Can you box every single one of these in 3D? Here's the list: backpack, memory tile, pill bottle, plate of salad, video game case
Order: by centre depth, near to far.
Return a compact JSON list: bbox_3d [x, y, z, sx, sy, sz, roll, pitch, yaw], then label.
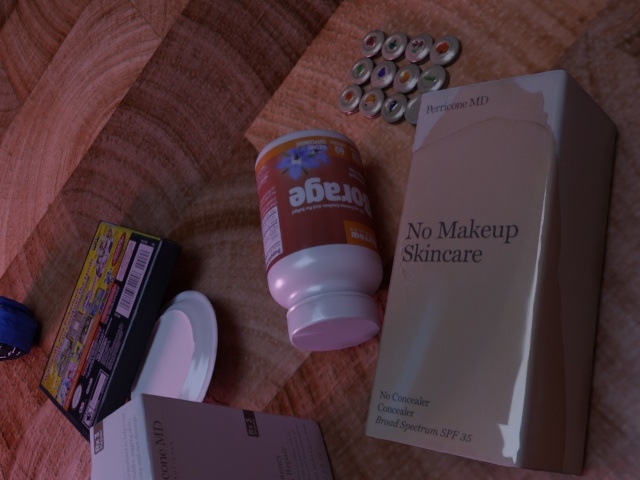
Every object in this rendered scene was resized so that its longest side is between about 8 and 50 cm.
[{"bbox_3d":[0.000,0.000,0.751,0.121,0.121,0.216,-27,57,31],"label":"pill bottle"},{"bbox_3d":[0.087,-0.191,0.826,0.148,0.012,0.113,21,88,43],"label":"memory tile"},{"bbox_3d":[-0.181,0.161,0.891,0.200,0.048,0.199,-27,52,40],"label":"plate of salad"},{"bbox_3d":[-0.305,0.115,1.002,0.248,0.035,0.274,12,81,54],"label":"video game case"},{"bbox_3d":[-0.532,0.144,1.174,0.120,0.098,0.101,-7,65,40],"label":"backpack"}]

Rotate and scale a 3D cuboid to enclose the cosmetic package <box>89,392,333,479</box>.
[{"bbox_3d":[-0.092,0.224,0.665,0.086,0.231,0.117,-35,54,26],"label":"cosmetic package"}]

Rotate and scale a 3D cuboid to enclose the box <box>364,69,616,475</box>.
[{"bbox_3d":[0.151,0.028,0.608,0.148,0.121,0.310,-3,72,41],"label":"box"}]
